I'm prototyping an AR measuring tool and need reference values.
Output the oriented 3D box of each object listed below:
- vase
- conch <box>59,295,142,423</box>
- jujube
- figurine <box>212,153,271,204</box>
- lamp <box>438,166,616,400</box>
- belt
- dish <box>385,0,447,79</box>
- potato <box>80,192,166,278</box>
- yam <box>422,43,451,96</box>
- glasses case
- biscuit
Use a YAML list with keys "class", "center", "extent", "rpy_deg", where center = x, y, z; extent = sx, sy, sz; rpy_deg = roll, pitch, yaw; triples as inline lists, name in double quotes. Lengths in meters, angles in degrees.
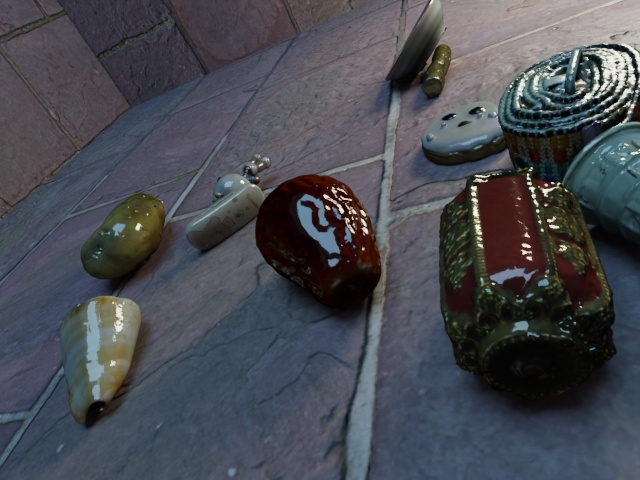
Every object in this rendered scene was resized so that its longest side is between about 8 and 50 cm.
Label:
- class: "vase"
  center: [0.405, -0.007, 0.471]
  extent: [0.143, 0.143, 0.299]
  rpy_deg: [-27, 34, 2]
- class: "conch"
  center: [-0.406, 0.185, 0.828]
  extent: [0.158, 0.127, 0.255]
  rpy_deg: [-29, 32, -2]
- class: "jujube"
  center: [0.000, 0.000, 0.756]
  extent: [0.189, 0.190, 0.255]
  rpy_deg: [-31, 49, -4]
- class: "figurine"
  center: [-0.197, -0.139, 1.165]
  extent: [0.147, 0.094, 0.197]
  rpy_deg: [20, 45, 24]
- class: "lamp"
  center: [0.222, 0.036, 0.526]
  extent: [0.176, 0.177, 0.274]
  rpy_deg: [-13, 37, 24]
- class: "belt"
  center: [0.390, -0.196, 0.720]
  extent: [0.206, 0.161, 0.295]
  rpy_deg: [2, 43, 40]
- class: "dish"
  center: [0.288, -0.561, 1.321]
  extent: [0.260, 0.085, 0.260]
  rpy_deg: [-61, 4, 8]
- class: "potato"
  center: [-0.481, -0.019, 1.167]
  extent: [0.191, 0.141, 0.296]
  rpy_deg: [-34, 29, 24]
- class: "yam"
  center: [0.322, -0.469, 1.256]
  extent: [0.061, 0.061, 0.253]
  rpy_deg: [-8, 37, 29]
- class: "glasses case"
  center: [-0.219, -0.056, 1.070]
  extent: [0.204, 0.081, 0.051]
  rpy_deg: [-39, 35, -13]
- class: "biscuit"
  center: [0.295, -0.230, 0.950]
  extent: [0.180, 0.049, 0.208]
  rpy_deg: [-16, 36, 18]
